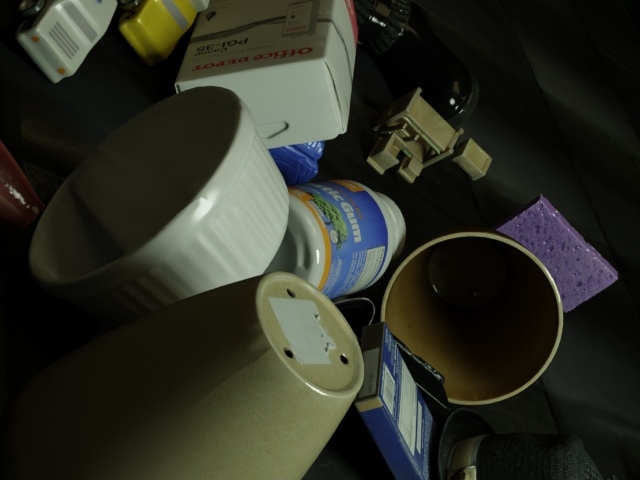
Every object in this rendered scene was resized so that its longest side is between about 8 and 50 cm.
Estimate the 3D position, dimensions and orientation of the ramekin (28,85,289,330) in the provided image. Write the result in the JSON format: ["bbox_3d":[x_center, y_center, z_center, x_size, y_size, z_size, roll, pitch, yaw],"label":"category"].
[{"bbox_3d":[-0.154,-0.019,1.274,0.127,0.273,0.273,50,25,-31],"label":"ramekin"}]

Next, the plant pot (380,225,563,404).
[{"bbox_3d":[0.207,0.075,1.759,0.237,0.237,0.254,47,12,-7],"label":"plant pot"}]

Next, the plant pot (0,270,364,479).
[{"bbox_3d":[-0.102,0.153,1.119,0.256,0.274,0.256,35,32,-26],"label":"plant pot"}]

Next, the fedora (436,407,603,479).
[{"bbox_3d":[0.267,0.335,1.512,0.334,0.152,0.334,49,27,-36],"label":"fedora"}]

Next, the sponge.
[{"bbox_3d":[0.406,0.024,2.187,0.210,0.117,0.031,44,30,-15],"label":"sponge"}]

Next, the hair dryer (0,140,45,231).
[{"bbox_3d":[-0.388,-0.064,1.152,0.293,0.080,0.223,12,59,-41],"label":"hair dryer"}]

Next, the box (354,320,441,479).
[{"bbox_3d":[0.101,0.222,1.474,0.136,0.036,0.225,-81,147,-55],"label":"box"}]

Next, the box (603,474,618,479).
[{"bbox_3d":[0.458,0.512,1.724,0.242,0.076,0.307,42,29,-17],"label":"box"}]

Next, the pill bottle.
[{"bbox_3d":[0.000,0.000,1.580,0.152,0.152,0.272,57,29,11],"label":"pill bottle"}]

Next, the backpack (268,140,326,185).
[{"bbox_3d":[-0.046,-0.141,1.740,0.098,0.101,0.120,40,26,-34],"label":"backpack"}]

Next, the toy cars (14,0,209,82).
[{"bbox_3d":[-0.243,-0.308,1.596,0.394,0.087,0.176,-27,107,-61],"label":"toy cars"}]

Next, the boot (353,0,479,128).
[{"bbox_3d":[0.119,-0.356,2.195,0.260,0.131,0.348,32,22,-44],"label":"boot"}]

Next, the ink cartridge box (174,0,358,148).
[{"bbox_3d":[-0.064,-0.246,1.696,0.283,0.207,0.117,-83,162,-54],"label":"ink cartridge box"}]

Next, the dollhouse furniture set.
[{"bbox_3d":[0.164,-0.124,2.073,0.182,0.101,0.161,42,54,-17],"label":"dollhouse furniture set"}]

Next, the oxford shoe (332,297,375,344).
[{"bbox_3d":[-0.018,0.124,1.461,0.097,0.098,0.271,51,28,1],"label":"oxford shoe"}]

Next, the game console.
[{"bbox_3d":[0.097,0.171,1.590,0.122,0.107,0.071,41,48,-19],"label":"game console"}]
